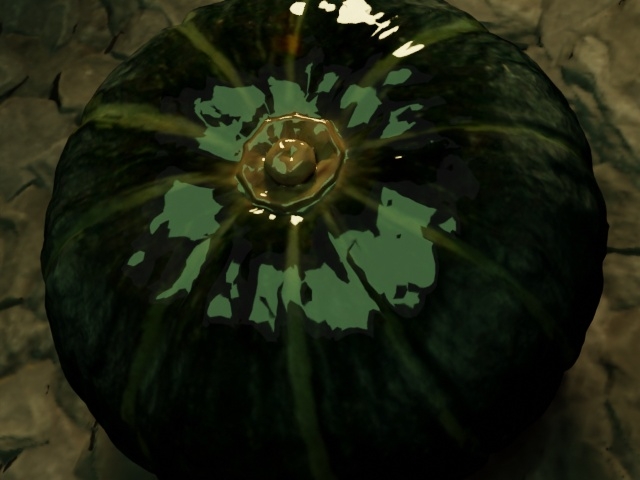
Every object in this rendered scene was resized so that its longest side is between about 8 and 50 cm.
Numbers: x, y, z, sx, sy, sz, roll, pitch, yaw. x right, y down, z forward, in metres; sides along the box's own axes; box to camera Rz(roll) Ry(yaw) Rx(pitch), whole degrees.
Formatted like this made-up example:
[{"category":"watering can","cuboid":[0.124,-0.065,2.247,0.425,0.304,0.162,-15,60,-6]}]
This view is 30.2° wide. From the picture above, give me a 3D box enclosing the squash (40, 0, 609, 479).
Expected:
[{"category":"squash","cuboid":[0.000,0.000,0.537,0.252,0.165,0.252,-5,62,10]}]
